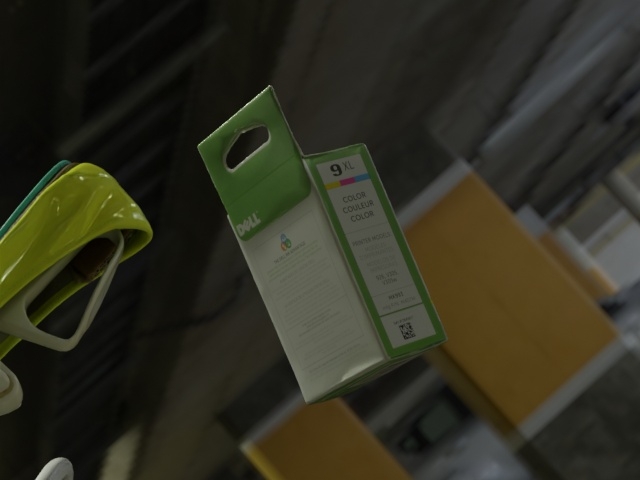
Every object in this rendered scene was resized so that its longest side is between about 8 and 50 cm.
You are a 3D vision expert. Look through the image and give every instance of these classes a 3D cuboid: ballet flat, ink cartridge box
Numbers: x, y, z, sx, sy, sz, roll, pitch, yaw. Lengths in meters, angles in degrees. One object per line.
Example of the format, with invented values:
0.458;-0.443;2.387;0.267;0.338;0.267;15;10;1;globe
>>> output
-0.178;0.049;0.998;0.231;0.077;0.077;-48;-12;-26;ballet flat
0.000;0.000;1.295;0.062;0.209;0.109;-17;-10;-38;ink cartridge box

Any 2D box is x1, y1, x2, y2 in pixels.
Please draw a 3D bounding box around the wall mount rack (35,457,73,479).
-0.162;0.316;1.039;0.304;0.130;0.350;-62;-10;-69;wall mount rack
